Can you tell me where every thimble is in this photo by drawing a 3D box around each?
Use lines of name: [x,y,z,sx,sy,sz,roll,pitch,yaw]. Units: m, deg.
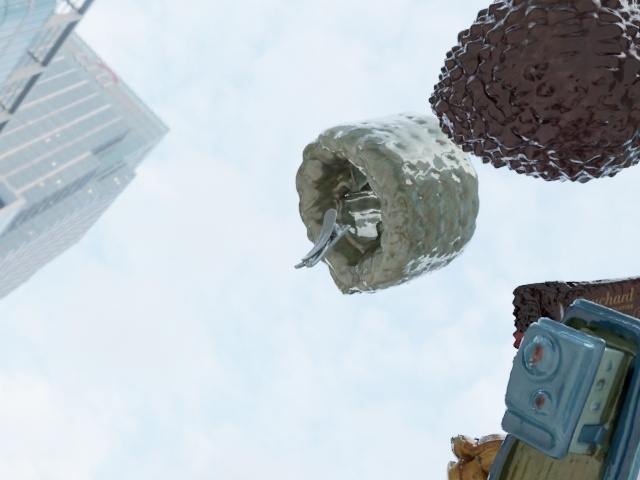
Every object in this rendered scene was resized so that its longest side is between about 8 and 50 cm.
thimble: [0.107,-0.059,1.270,0.291,0.195,0.291,32,-52,51]

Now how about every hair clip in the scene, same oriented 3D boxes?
hair clip: [-0.001,0.000,1.046,0.030,0.115,0.039,-16,-66,37]

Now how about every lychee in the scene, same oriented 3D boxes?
lychee: [0.251,-0.176,0.858,0.271,0.271,0.271,8,-63,16]

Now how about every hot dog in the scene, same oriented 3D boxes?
hot dog: [0.216,0.301,0.855,0.102,0.076,0.249,-34,-76,1]

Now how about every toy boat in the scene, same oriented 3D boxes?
toy boat: [0.163,0.160,0.552,0.109,0.098,0.237,24,-83,53]

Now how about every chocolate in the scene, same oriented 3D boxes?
chocolate: [0.268,0.070,0.748,0.183,0.028,0.086,-9,-79,-15]
